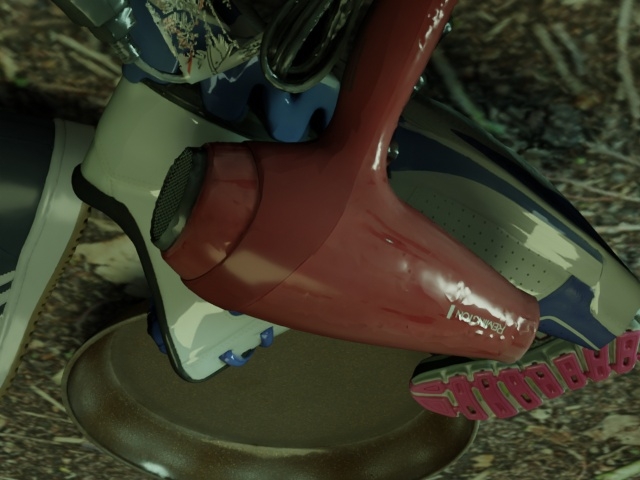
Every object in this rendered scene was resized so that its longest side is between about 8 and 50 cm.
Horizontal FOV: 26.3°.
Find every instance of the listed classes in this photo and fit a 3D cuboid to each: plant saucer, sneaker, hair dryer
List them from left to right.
[{"bbox_3d":[-0.249,0.011,0.861,0.153,0.099,0.282,13,137,-21],"label":"sneaker"},{"bbox_3d":[-0.037,0.113,1.031,0.311,0.050,0.310,2,145,1],"label":"plant saucer"},{"bbox_3d":[-0.001,0.000,0.746,0.316,0.127,0.182,27,107,-20],"label":"sneaker"},{"bbox_3d":[0.021,-0.056,0.614,0.224,0.080,0.293,-26,114,1],"label":"hair dryer"},{"bbox_3d":[0.139,0.065,0.918,0.170,0.074,0.063,-20,139,13],"label":"sneaker"}]
